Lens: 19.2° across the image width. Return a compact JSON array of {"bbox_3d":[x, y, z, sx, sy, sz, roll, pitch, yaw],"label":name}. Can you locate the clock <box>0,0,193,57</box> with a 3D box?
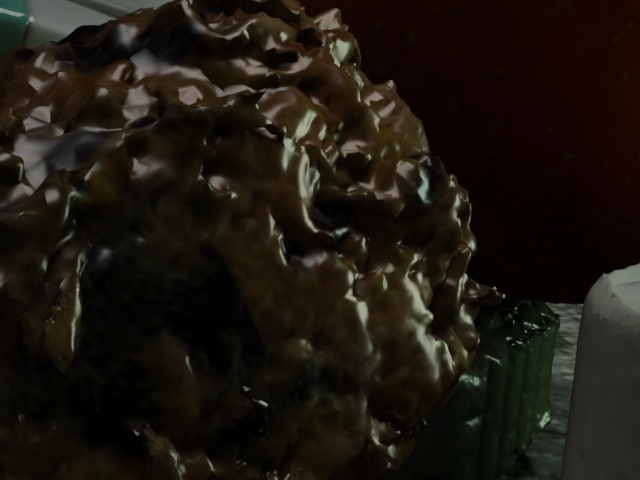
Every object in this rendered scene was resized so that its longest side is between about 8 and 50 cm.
[{"bbox_3d":[-0.152,-0.064,0.884,0.116,0.231,0.262,14,30,-21],"label":"clock"}]

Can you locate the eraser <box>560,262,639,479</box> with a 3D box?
[{"bbox_3d":[0.287,0.090,0.755,0.331,0.150,0.331,4,15,-1],"label":"eraser"}]

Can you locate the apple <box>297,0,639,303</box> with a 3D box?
[{"bbox_3d":[0.102,-0.138,0.903,0.348,0.277,0.348,42,-1,1],"label":"apple"}]

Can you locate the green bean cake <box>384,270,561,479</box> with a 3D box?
[{"bbox_3d":[0.012,0.056,0.912,0.185,0.094,0.183,16,14,19],"label":"green bean cake"}]

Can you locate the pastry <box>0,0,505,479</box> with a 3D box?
[{"bbox_3d":[-0.085,0.022,0.634,0.275,0.275,0.193,16,-10,37],"label":"pastry"}]
